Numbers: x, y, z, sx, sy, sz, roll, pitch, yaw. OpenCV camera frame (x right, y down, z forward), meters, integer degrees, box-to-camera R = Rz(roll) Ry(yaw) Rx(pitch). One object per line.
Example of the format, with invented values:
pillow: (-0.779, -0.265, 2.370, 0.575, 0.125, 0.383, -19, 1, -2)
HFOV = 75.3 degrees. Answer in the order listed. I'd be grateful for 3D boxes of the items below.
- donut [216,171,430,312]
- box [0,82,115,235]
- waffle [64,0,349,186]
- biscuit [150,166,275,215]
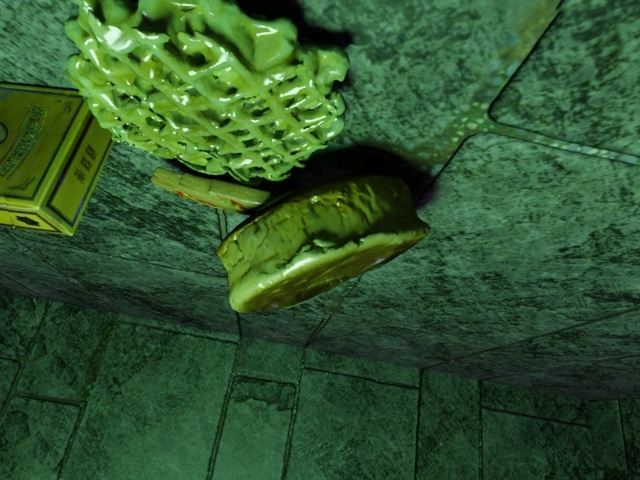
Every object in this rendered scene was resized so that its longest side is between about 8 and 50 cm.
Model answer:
donut: (0.000, 0.000, 0.667, 0.330, 0.159, 0.330, -17, 165, -5)
box: (-0.471, -0.125, 0.586, 0.302, 0.192, 0.084, 7, 156, 5)
waffle: (-0.127, -0.157, 0.493, 0.317, 0.073, 0.297, 7, 158, -20)
biscuit: (-0.156, -0.069, 0.690, 0.212, 0.041, 0.239, 21, 175, -41)
